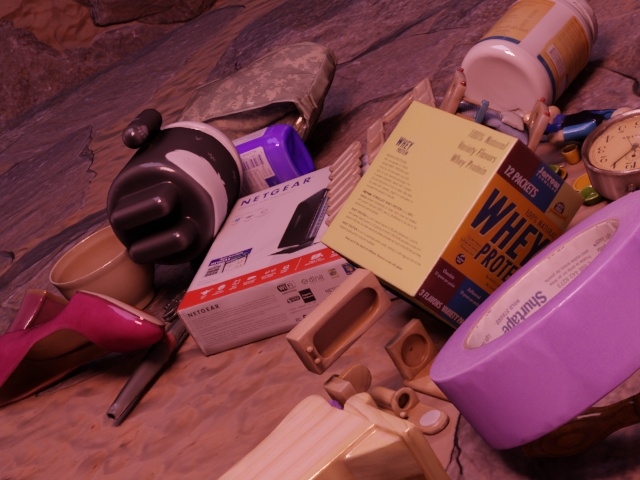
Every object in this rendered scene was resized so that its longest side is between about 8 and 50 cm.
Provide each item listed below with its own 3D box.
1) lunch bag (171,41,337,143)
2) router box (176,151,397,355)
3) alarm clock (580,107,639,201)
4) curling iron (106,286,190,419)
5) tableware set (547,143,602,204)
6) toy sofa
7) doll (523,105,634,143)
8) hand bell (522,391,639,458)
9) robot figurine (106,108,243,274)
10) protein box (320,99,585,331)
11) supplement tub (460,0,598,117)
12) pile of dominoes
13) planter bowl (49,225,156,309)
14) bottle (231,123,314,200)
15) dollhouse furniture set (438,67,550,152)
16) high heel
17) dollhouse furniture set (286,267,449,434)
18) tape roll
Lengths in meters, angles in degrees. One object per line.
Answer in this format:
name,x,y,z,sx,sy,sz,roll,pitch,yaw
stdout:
lunch bag,-0.102,-0.211,2.198,0.287,0.169,0.235,-23,23,26
router box,0.000,0.000,1.754,0.335,0.082,0.301,-19,25,24
alarm clock,0.375,-0.087,1.511,0.129,0.064,0.192,-7,35,28
curling iron,-0.225,0.155,1.764,0.068,0.035,0.274,-29,22,35
tableware set,0.314,-0.078,1.622,0.104,0.024,0.154,-21,24,19
toy sofa,-0.050,0.303,1.109,0.362,0.150,0.177,-38,20,-20
doll,0.347,-0.152,1.680,0.129,0.046,0.189,-16,12,-28
hand bell,0.282,0.150,1.132,0.242,0.126,0.126,-29,19,37
robot figurine,-0.217,-0.070,1.905,0.173,0.209,0.278,17,29,3
protein box,0.146,-0.022,1.445,0.201,0.136,0.200,-56,36,-2
supplement tub,0.309,-0.271,1.868,0.144,0.144,0.200,-4,34,46
pile of dominoes,0.091,-0.110,1.717,0.196,0.040,0.251,-40,17,16
planter bowl,-0.321,0.059,1.974,0.162,0.109,0.162,-25,23,12
bottle,-0.153,-0.095,2.085,0.282,0.118,0.092,-19,26,25
dollhouse furniture set,0.213,-0.113,1.610,0.184,0.129,0.129,-85,15,-64
high heel,-0.347,0.169,1.796,0.377,0.127,0.181,-2,65,55
dollhouse furniture set,0.081,0.120,1.328,0.144,0.151,0.123,-42,26,-22
tape roll,0.234,0.072,1.201,0.275,0.090,0.275,-42,2,2
